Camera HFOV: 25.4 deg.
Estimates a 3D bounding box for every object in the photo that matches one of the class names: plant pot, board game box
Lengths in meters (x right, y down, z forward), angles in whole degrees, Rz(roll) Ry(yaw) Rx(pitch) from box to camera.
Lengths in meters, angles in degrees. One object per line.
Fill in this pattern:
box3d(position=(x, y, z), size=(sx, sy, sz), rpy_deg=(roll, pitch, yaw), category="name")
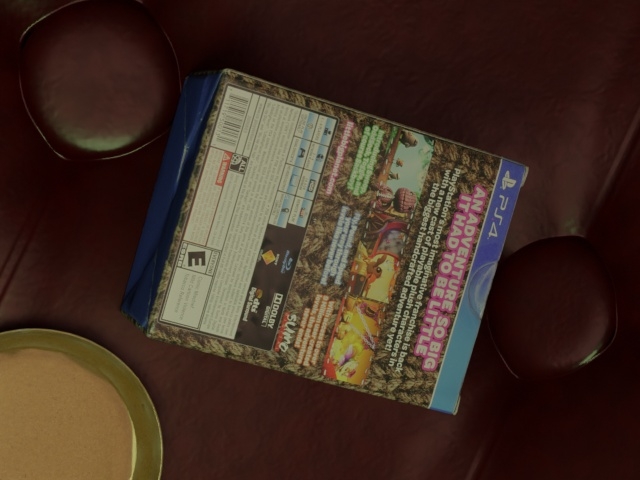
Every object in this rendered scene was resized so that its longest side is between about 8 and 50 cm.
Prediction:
box3d(position=(-0.259, 0.192, 1.260), size=(0.236, 0.032, 0.236), rpy_deg=(-2, 96, -18), category="plant pot")
box3d(position=(0.000, 0.000, 1.264), size=(0.291, 0.141, 0.232), rpy_deg=(17, 90, -18), category="board game box")
